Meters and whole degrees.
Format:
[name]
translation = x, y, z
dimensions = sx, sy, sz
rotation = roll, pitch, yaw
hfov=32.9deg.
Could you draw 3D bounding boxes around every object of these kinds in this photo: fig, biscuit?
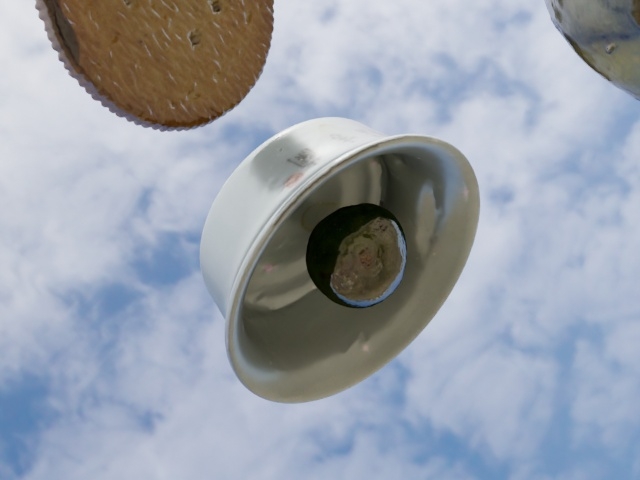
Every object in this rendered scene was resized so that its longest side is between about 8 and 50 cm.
[fig]
translation = 0.028, 0.014, 1.218
dimensions = 0.117, 0.177, 0.117
rotation = -2, -84, -18
[biscuit]
translation = -0.163, -0.259, 1.107
dimensions = 0.305, 0.038, 0.305
rotation = 3, -94, -45

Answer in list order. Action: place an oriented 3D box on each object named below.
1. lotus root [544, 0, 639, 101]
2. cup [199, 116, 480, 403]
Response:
[lotus root]
translation = 0.167, -0.157, 0.534
dimensions = 0.123, 0.241, 0.124
rotation = 24, -53, -15
[cup]
translation = 0.000, 0.000, 1.230
dimensions = 0.347, 0.163, 0.347
rotation = -25, -44, -27
